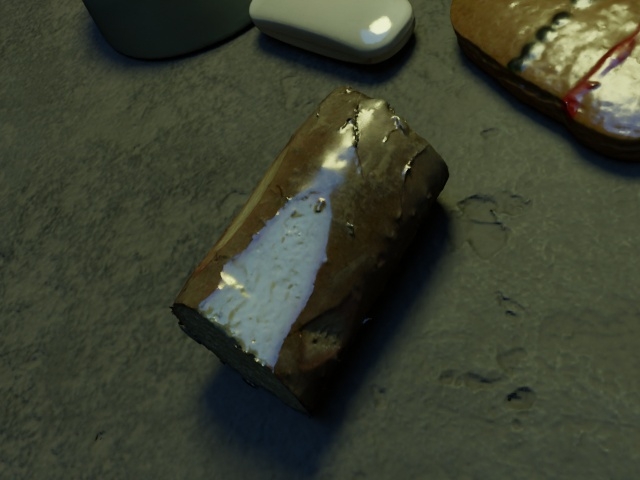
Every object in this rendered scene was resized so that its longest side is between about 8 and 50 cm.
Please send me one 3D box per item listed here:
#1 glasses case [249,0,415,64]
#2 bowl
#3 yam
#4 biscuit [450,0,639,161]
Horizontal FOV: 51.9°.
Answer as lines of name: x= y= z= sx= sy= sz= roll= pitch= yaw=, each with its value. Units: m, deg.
glasses case: x=0.007 y=-0.236 z=0.687 sx=0.204 sy=0.051 sz=0.081 roll=30 pitch=78 yaw=35
bowl: x=-0.179 y=-0.417 z=0.802 sx=0.353 sy=0.185 sz=0.354 roll=-12 pitch=56 yaw=18
yam: x=0.000 y=0.000 z=0.507 sx=0.238 sy=0.129 sz=0.128 roll=-55 pitch=19 yaw=-14
biscuit: x=0.261 y=-0.215 z=0.557 sx=0.262 sy=0.052 sz=0.277 roll=-36 pitch=52 yaw=1
